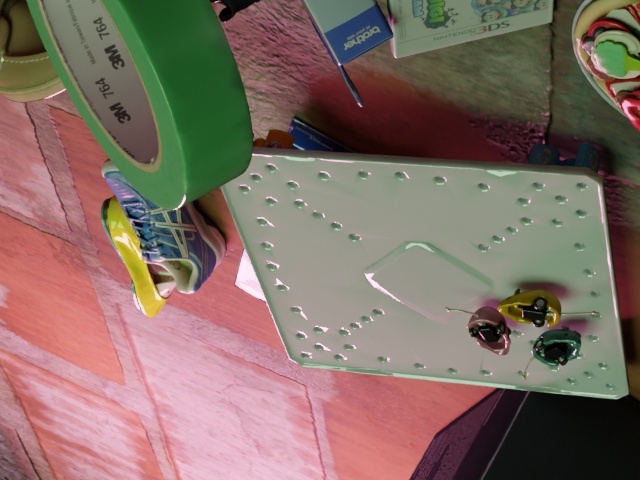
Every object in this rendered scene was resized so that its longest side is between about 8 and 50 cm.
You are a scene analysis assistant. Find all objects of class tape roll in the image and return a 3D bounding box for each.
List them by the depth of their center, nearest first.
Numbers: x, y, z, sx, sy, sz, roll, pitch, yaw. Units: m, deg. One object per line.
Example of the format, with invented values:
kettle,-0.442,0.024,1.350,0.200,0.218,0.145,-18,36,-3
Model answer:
tape roll,-0.180,-0.186,1.646,0.321,0.077,0.321,50,159,27

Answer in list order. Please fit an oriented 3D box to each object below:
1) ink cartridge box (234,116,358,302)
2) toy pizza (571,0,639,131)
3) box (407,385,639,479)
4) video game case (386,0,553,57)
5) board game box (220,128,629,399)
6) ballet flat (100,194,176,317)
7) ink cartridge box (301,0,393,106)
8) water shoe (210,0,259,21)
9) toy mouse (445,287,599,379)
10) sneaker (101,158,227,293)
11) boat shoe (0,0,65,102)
ink cartridge box,0.000,0.000,1.998,0.165,0.065,0.333,29,152,7
toy pizza,0.301,-0.140,1.484,0.201,0.032,0.201,25,152,14
box,0.276,0.341,2.110,0.293,0.212,0.395,34,152,-2
video game case,0.124,-0.220,1.455,0.143,0.019,0.157,-13,146,-3
board game box,0.117,0.025,1.831,0.390,0.050,0.390,4,145,18
ballet flat,-0.216,0.024,2.259,0.077,0.077,0.231,-2,141,12
ink cartridge box,-0.027,-0.277,1.465,0.311,0.065,0.186,61,-178,-41
water shoe,-0.124,-0.267,1.616,0.203,0.080,0.073,35,162,43
toy mouse,0.212,0.094,1.815,0.161,0.031,0.143,6,145,16
sneaker,-0.191,-0.021,2.127,0.080,0.081,0.211,-12,133,39
boat shoe,-0.347,-0.229,1.916,0.341,0.122,0.110,3,141,46
